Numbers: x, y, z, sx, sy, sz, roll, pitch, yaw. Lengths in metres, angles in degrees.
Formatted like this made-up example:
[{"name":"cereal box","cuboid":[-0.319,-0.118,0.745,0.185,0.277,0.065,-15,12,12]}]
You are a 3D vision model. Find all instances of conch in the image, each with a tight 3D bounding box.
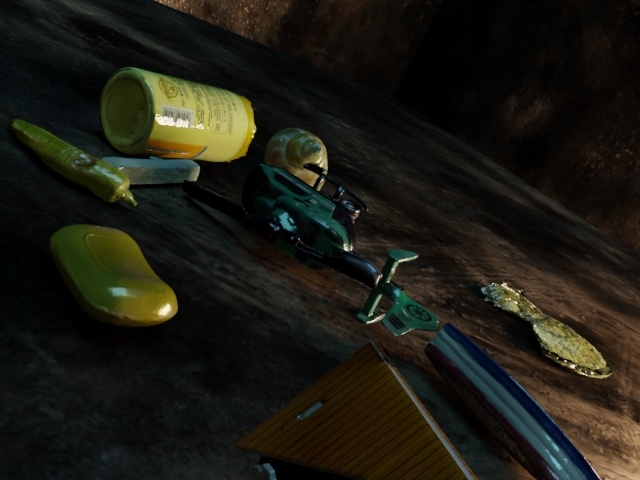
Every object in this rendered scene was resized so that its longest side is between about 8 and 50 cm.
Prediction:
[{"name":"conch","cuboid":[-0.037,-0.142,1.233,0.116,0.106,0.173,54,12,19]}]

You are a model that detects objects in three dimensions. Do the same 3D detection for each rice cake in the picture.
[{"name":"rice cake","cuboid":[-0.222,-0.092,0.938,0.042,0.030,0.180,30,17,19]}]

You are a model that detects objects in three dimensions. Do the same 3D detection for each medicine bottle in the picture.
[{"name":"medicine bottle","cuboid":[-0.203,-0.179,1.070,0.124,0.124,0.239,37,20,29]}]

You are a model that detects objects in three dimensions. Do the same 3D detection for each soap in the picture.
[{"name":"soap","cuboid":[-0.183,0.031,0.629,0.089,0.045,0.140,13,21,-45]}]

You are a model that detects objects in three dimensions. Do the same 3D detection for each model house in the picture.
[{"name":"model house","cuboid":[0.029,0.156,0.337,0.207,0.136,0.219,-1,24,-19]}]

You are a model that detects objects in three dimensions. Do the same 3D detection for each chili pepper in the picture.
[{"name":"chili pepper","cuboid":[-0.301,-0.100,0.833,0.208,0.043,0.049,32,31,15]}]

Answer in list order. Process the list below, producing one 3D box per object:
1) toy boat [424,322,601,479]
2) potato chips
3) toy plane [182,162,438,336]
[{"name":"toy boat","cuboid":[0.189,0.175,0.740,0.046,0.080,0.229,-22,44,-21]},{"name":"potato chips","cuboid":[0.354,0.141,1.126,0.202,0.029,0.220,12,26,-40]},{"name":"toy plane","cuboid":[0.000,0.000,0.902,0.382,0.106,0.155,38,27,28]}]
